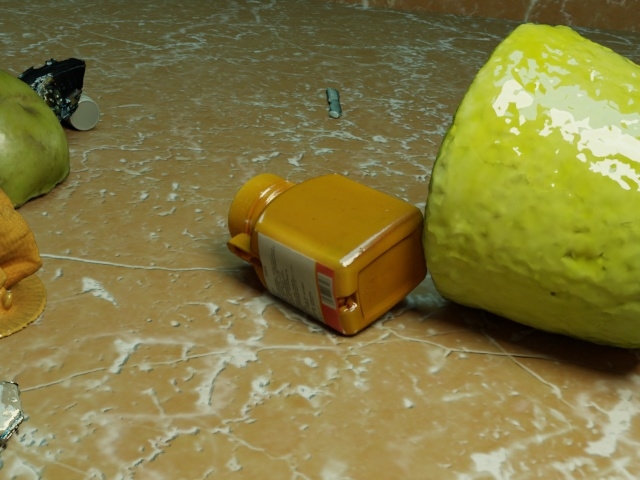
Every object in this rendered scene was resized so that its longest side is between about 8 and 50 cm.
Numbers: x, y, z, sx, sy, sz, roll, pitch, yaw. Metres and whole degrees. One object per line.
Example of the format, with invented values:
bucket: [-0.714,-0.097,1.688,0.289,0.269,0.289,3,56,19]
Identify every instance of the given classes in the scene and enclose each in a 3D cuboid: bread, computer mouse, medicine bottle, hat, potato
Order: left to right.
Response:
hat: [-0.413,-0.046,0.962,0.234,0.233,0.244,2,25,-12]
potato: [-0.504,-0.180,1.275,0.280,0.212,0.330,2,25,-6]
computer mouse: [-0.477,-0.249,1.523,0.147,0.077,0.241,-3,39,18]
medicine bottle: [-0.433,-0.234,1.596,0.058,0.058,0.091,-12,29,-34]
medicine bottle: [0.000,0.001,1.066,0.149,0.112,0.222,-34,43,-32]
bread: [0.303,-0.051,1.020,0.308,0.348,0.348,22,28,22]

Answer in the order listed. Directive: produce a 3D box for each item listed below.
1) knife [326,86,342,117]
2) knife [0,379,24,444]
knife: [0.028,-0.290,1.878,0.028,0.015,0.210,-1,24,-1]
knife: [-0.440,0.135,0.791,0.366,0.043,0.089,8,57,0]
